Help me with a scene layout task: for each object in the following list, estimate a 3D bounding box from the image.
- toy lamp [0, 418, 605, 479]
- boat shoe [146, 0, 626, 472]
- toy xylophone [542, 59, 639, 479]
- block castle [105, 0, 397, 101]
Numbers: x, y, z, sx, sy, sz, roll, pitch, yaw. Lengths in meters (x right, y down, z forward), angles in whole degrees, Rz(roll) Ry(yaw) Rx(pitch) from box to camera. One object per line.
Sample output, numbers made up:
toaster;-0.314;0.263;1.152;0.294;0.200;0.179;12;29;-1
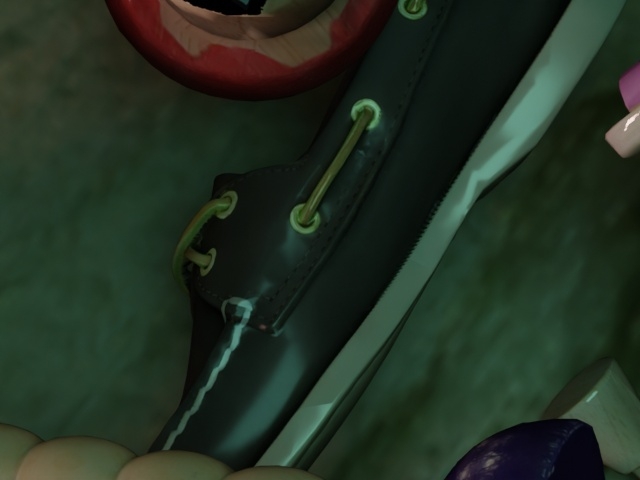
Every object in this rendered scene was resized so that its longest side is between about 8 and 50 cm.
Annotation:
toy lamp;-0.072;0.060;0.471;0.274;0.080;0.080;8;79;23
boat shoe;0.000;0.000;0.549;0.068;0.081;0.228;35;73;1
toy xylophone;0.200;0.062;0.510;0.322;0.081;0.236;42;121;1
block castle;-0.197;-0.194;0.466;0.453;0.213;0.303;2;93;-1
